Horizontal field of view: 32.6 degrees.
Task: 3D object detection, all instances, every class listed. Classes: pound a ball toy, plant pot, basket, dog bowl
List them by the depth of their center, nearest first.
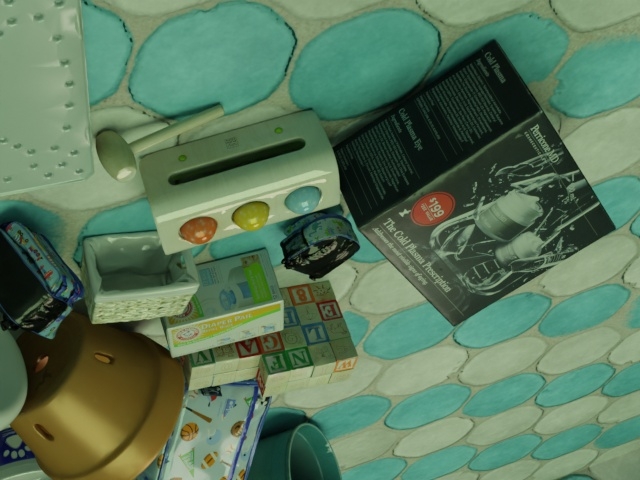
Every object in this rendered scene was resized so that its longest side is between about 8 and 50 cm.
[{"bbox_3d":[-0.138,-0.087,1.564,0.319,0.135,0.208,-17,149,-8],"label":"pound a ball toy"},{"bbox_3d":[-0.289,0.061,1.724,0.167,0.113,0.103,-5,148,-23],"label":"basket"},{"bbox_3d":[-0.401,0.250,1.823,0.291,0.290,0.203,-30,130,15],"label":"plant pot"},{"bbox_3d":[-0.597,0.475,2.189,0.265,0.104,0.265,-16,149,-10],"label":"dog bowl"},{"bbox_3d":[-0.117,0.579,2.501,0.255,0.271,0.272,-18,151,21],"label":"plant pot"}]

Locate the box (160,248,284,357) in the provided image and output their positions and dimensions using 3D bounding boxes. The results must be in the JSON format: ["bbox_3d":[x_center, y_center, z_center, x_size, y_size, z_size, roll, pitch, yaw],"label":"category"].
[{"bbox_3d":[-0.174,0.107,1.863,0.203,0.114,0.103,-13,148,-11],"label":"box"}]

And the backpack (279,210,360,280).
[{"bbox_3d":[0.000,0.000,1.827,0.114,0.084,0.105,-30,148,24],"label":"backpack"}]

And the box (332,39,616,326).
[{"bbox_3d":[0.237,-0.076,1.699,0.313,0.179,0.343,-34,138,12],"label":"box"}]

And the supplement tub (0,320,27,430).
[{"bbox_3d":[-0.645,0.256,1.690,0.331,0.241,0.241,-35,146,22],"label":"supplement tub"}]

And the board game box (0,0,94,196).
[{"bbox_3d":[-0.478,-0.176,1.307,0.390,0.050,0.390,-12,147,-16],"label":"board game box"}]

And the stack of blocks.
[{"bbox_3d":[-0.102,0.187,1.974,0.297,0.171,0.087,-8,146,-19],"label":"stack of blocks"}]

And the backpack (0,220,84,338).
[{"bbox_3d":[-0.426,0.064,1.616,0.117,0.158,0.173,-40,162,-3],"label":"backpack"}]

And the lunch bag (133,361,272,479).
[{"bbox_3d":[-0.224,0.380,2.151,0.243,0.115,0.303,10,105,-37],"label":"lunch bag"}]
